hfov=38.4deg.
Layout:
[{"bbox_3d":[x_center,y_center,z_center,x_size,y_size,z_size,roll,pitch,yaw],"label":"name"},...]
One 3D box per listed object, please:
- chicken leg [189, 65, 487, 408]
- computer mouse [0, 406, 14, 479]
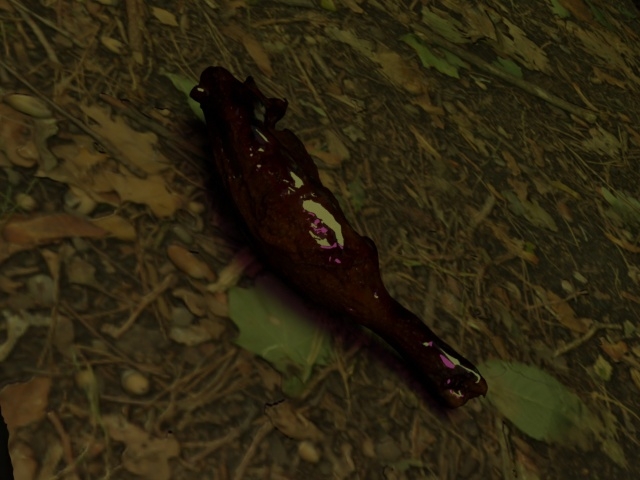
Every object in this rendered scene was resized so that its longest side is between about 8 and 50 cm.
[{"bbox_3d":[0.000,0.000,0.848,0.407,0.096,0.158,51,17,11],"label":"chicken leg"},{"bbox_3d":[-0.267,0.077,0.501,0.170,0.100,0.269,-2,53,-41],"label":"computer mouse"}]
